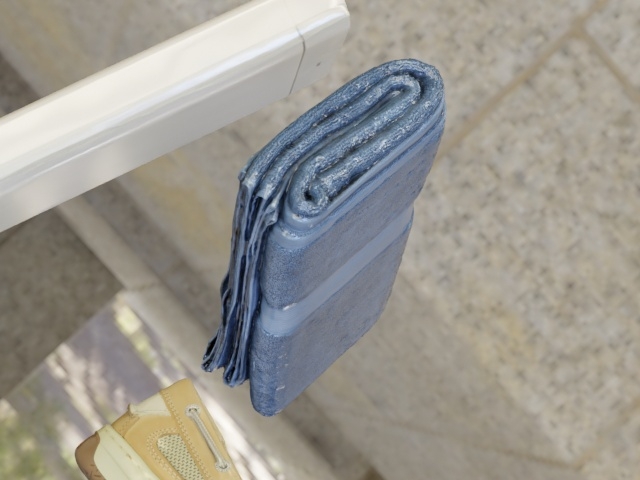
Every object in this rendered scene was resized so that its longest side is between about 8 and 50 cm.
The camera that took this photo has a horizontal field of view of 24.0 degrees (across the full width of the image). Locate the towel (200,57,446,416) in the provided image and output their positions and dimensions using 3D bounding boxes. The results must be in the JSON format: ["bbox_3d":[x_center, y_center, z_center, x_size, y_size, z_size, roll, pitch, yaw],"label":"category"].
[{"bbox_3d":[0.000,0.000,0.423,0.067,0.029,0.119,-39,160,-27],"label":"towel"}]

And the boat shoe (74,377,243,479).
[{"bbox_3d":[-0.016,0.134,0.598,0.072,0.190,0.068,-37,168,-13],"label":"boat shoe"}]

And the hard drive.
[{"bbox_3d":[-0.154,-0.071,1.027,0.353,0.047,0.233,-25,180,-5],"label":"hard drive"}]
